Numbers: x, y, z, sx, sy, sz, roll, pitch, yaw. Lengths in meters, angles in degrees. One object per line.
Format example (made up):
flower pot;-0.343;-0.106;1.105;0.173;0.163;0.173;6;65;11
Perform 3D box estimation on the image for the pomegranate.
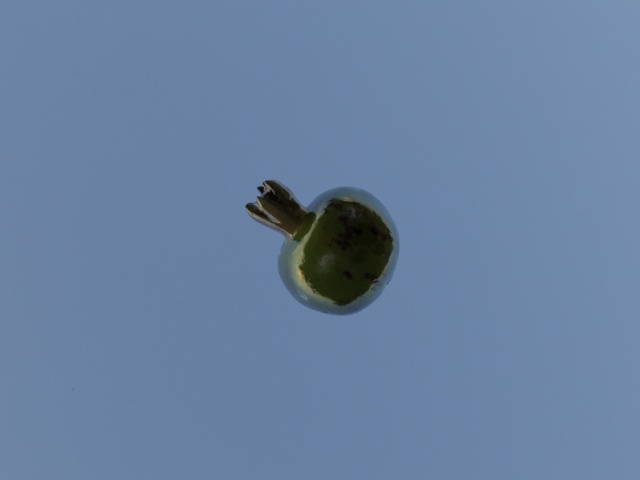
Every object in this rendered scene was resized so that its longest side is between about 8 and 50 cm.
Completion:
pomegranate;0.000;0.000;0.856;0.142;0.114;0.114;33;-105;-11
